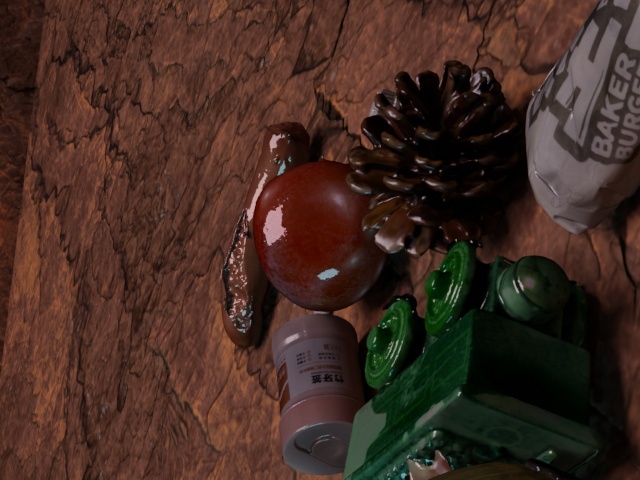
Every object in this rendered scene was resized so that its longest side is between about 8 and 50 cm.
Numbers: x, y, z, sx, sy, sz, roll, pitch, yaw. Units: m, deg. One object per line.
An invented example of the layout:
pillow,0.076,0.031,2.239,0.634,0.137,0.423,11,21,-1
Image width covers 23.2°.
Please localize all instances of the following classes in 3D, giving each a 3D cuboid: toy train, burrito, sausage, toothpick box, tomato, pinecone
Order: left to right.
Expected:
sausage,-0.075,-0.008,1.994,0.078,0.078,0.304,-139,64,-65
tomato,0.000,0.000,1.699,0.167,0.167,0.167,-167,90,-68
toothpick box,0.001,0.165,1.681,0.149,0.098,0.098,-98,30,-43
pinecone,0.110,-0.080,1.488,0.195,0.150,0.179,-61,21,27
toy train,0.126,0.123,1.316,0.266,0.145,0.202,-49,24,50
burrito,0.285,-0.194,1.194,0.139,0.101,0.445,-93,24,-45

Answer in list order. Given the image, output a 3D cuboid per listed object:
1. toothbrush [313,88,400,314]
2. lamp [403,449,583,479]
toothbrush,0.034,-0.030,1.799,0.025,0.029,0.307,39,115,58
lamp,0.123,0.266,1.133,0.250,0.250,0.284,-64,33,30
